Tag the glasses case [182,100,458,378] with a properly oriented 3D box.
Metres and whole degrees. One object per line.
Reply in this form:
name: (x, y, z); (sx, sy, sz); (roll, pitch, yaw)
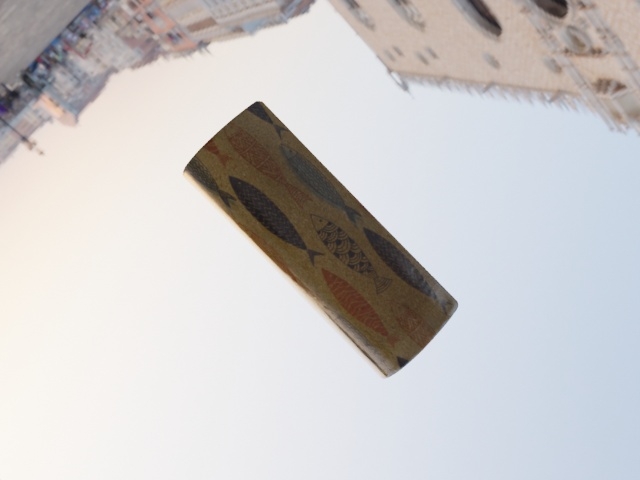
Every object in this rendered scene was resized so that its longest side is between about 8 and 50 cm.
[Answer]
glasses case: (0.000, 0.000, 0.423); (0.064, 0.170, 0.041); (-44, 180, -3)
